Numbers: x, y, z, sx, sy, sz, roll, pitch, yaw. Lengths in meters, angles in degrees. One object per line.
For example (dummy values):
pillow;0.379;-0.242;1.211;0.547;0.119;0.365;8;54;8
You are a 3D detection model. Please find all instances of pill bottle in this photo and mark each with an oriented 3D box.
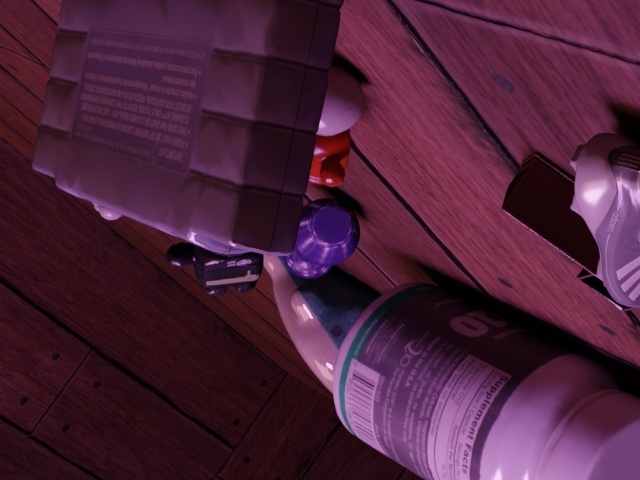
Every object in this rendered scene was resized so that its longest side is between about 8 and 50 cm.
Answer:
pill bottle;0.199;0.195;1.617;0.361;0.204;0.204;26;167;44

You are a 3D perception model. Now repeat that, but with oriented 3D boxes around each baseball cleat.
baseball cleat;0.228;0.003;0.965;0.109;0.072;0.206;21;168;33

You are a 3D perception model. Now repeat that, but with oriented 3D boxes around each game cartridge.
game cartridge;-0.095;-0.124;0.985;0.068;0.230;0.355;4;-172;-30

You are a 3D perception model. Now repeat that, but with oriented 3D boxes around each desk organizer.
desk organizer;0.194;-0.005;1.100;0.130;0.050;0.047;35;171;-2

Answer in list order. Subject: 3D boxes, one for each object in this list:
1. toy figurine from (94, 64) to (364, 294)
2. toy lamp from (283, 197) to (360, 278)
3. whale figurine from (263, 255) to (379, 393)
toy figurine;-0.089;-0.084;1.218;0.209;0.213;0.148;36;161;11
toy lamp;0.000;0.000;1.731;0.080;0.080;0.274;35;172;1
whale figurine;0.018;0.098;2.104;0.272;0.141;0.216;58;-178;27
